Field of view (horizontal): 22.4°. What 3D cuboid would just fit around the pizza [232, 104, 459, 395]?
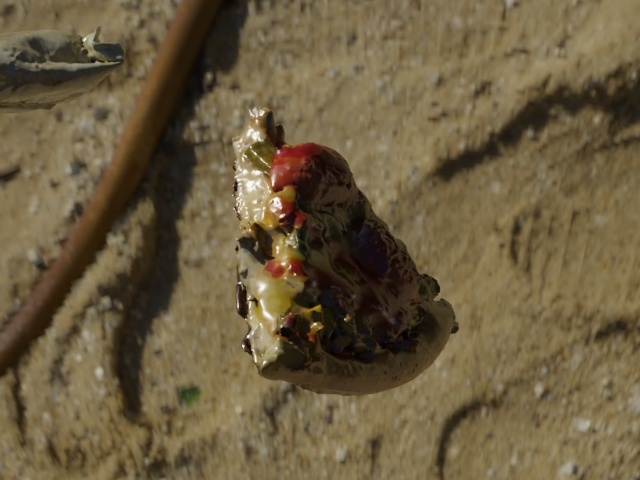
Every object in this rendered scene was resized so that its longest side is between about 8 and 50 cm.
[{"bbox_3d":[0.005,0.013,0.482,0.100,0.029,0.099,46,30,-12],"label":"pizza"}]

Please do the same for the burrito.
[{"bbox_3d":[-0.265,-0.107,1.063,0.275,0.082,0.059,-7,92,-24],"label":"burrito"}]
